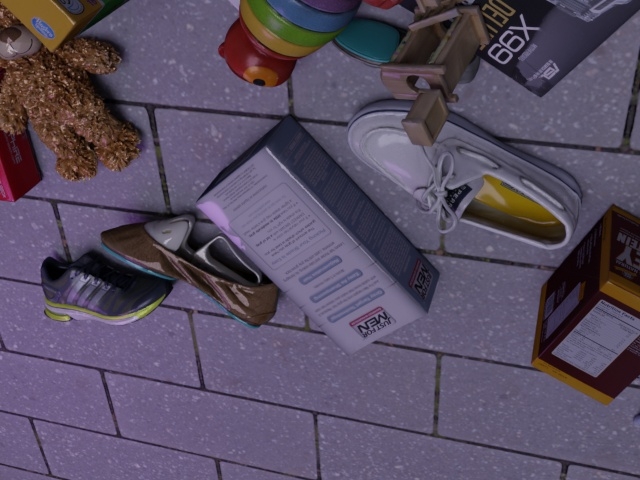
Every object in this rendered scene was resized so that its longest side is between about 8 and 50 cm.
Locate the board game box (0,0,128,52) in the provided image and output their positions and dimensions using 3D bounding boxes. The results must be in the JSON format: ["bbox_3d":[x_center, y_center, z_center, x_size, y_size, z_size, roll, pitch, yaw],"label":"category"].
[{"bbox_3d":[-0.403,-0.430,1.095,0.316,0.242,0.064,45,126,-14],"label":"board game box"}]

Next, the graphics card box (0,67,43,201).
[{"bbox_3d":[-0.713,-0.202,1.473,0.371,0.094,0.233,8,127,17],"label":"graphics card box"}]

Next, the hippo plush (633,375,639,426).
[{"bbox_3d":[0.599,0.265,1.217,0.294,0.236,0.234,-12,120,27],"label":"hippo plush"}]

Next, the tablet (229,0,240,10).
[{"bbox_3d":[-0.104,-0.371,1.174,0.054,0.006,0.083,43,128,-12],"label":"tablet"}]

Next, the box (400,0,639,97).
[{"bbox_3d":[0.250,-0.325,0.947,0.242,0.076,0.307,33,156,-4],"label":"box"}]

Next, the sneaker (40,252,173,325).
[{"bbox_3d":[-0.425,0.088,1.567,0.300,0.111,0.121,-3,119,20],"label":"sneaker"}]

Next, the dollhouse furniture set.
[{"bbox_3d":[0.102,-0.237,0.969,0.101,0.182,0.161,12,151,37],"label":"dollhouse furniture set"}]

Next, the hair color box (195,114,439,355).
[{"bbox_3d":[0.000,0.000,1.334,0.185,0.113,0.374,-34,107,36],"label":"hair color box"}]

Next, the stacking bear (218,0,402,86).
[{"bbox_3d":[-0.040,-0.312,1.093,0.175,0.164,0.289,11,150,-27],"label":"stacking bear"}]

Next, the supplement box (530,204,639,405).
[{"bbox_3d":[0.424,0.093,1.189,0.129,0.191,0.194,28,130,-1],"label":"supplement box"}]

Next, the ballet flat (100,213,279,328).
[{"bbox_3d":[-0.220,0.031,1.454,0.342,0.116,0.124,29,109,-2],"label":"ballet flat"}]

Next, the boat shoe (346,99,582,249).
[{"bbox_3d":[0.197,-0.077,1.174,0.367,0.156,0.136,25,129,1],"label":"boat shoe"}]

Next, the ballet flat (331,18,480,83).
[{"bbox_3d":[0.117,-0.257,1.137,0.213,0.072,0.068,13,158,15],"label":"ballet flat"}]

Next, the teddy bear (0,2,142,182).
[{"bbox_3d":[-0.434,-0.241,1.327,0.245,0.113,0.338,4,125,16],"label":"teddy bear"}]
